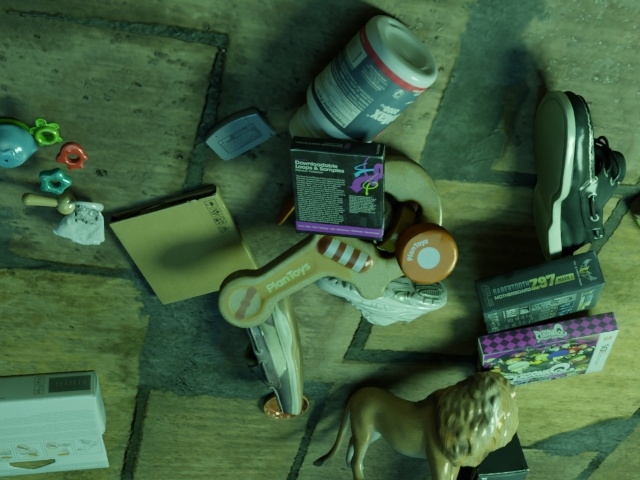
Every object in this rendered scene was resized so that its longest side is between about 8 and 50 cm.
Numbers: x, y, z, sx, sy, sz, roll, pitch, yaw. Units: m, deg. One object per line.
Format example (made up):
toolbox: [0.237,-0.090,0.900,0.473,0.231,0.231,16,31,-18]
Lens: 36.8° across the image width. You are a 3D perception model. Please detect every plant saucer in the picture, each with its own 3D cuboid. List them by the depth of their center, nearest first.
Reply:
plant saucer: [-0.064,0.303,1.777,0.084,0.013,0.083,-5,139,-4]

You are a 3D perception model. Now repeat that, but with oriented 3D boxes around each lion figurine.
lion figurine: [0.158,0.332,1.708,0.392,0.240,0.142,4,-172,28]

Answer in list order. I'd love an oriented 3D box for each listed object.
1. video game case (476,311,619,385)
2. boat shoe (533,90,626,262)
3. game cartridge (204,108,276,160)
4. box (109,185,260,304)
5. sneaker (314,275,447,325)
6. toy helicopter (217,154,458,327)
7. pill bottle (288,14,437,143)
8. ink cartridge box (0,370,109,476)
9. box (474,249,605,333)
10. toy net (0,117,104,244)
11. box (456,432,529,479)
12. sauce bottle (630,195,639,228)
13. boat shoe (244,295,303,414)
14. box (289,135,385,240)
video game case: [0.390,0.200,1.686,0.232,0.041,0.210,-11,152,2]
boat shoe: [0.363,-0.089,1.330,0.113,0.127,0.340,-12,140,2]
game cartridge: [-0.108,-0.141,1.273,0.083,0.017,0.056,-26,139,18]
box: [-0.196,0.012,1.423,0.164,0.021,0.201,-15,138,7]
sneaker: [0.080,0.089,1.511,0.232,0.090,0.115,16,136,-24]
toy helicopter: [0.000,0.000,1.351,0.355,0.140,0.235,-31,112,8]
pill bottle: [0.047,-0.179,1.187,0.108,0.108,0.180,24,130,-31]
ink cartridge box: [-0.518,0.327,1.693,0.275,0.060,0.239,-3,139,-7]
box: [0.339,0.084,1.501,0.183,0.059,0.233,-15,166,9]
toy net: [-0.344,-0.080,1.282,0.122,0.045,0.232,-21,139,11]
box: [0.304,0.432,1.857,0.103,0.184,0.261,-2,139,-7]
sauce bottle: [0.518,-0.021,1.496,0.042,0.042,0.128,-25,137,17]
boat shoe: [-0.079,0.183,1.582,0.092,0.102,0.285,-4,135,3]
box: [0.024,-0.064,1.219,0.116,0.029,0.162,6,143,7]
